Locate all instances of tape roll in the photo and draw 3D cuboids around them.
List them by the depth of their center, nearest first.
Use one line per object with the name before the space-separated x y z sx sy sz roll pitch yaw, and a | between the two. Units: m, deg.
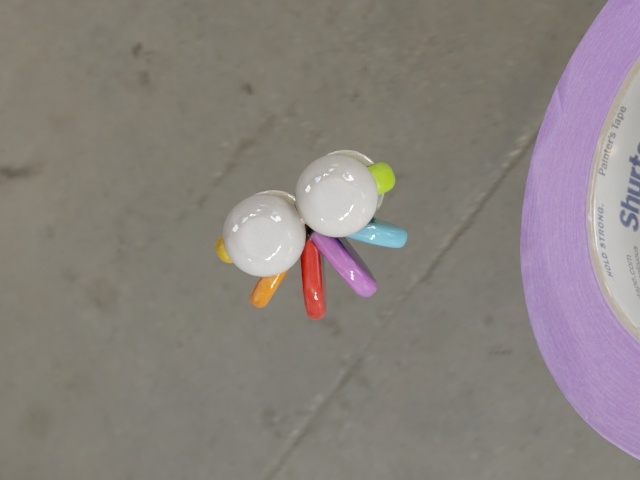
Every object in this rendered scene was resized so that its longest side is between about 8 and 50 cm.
tape roll | 0.215 -0.023 0.749 0.275 0.090 0.274 -27 54 43

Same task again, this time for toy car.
toy car | 0.000 0.000 1.626 0.182 0.159 0.136 -29 92 6
